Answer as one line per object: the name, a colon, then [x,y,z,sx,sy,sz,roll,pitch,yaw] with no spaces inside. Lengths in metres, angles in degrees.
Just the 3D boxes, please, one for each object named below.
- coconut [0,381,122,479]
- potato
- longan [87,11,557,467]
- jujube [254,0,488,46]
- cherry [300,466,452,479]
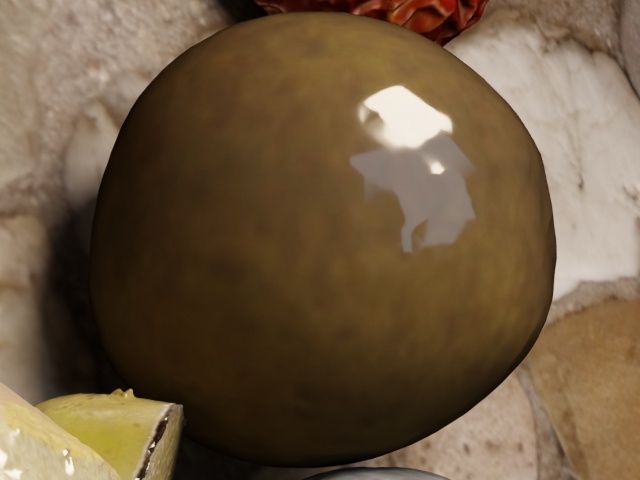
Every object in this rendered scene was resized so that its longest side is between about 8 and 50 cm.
coconut: [-0.234,0.173,0.741,0.297,0.309,0.297,-18,120,-36]
potato: [-0.156,0.173,0.953,0.117,0.182,0.202,17,73,1]
longan: [0.000,-0.001,1.074,0.297,0.297,0.297,23,55,-39]
jujube: [0.035,-0.248,1.307,0.232,0.213,0.213,22,57,-39]
cherry: [0.041,0.264,1.053,0.296,0.218,0.255,-6,79,-58]
